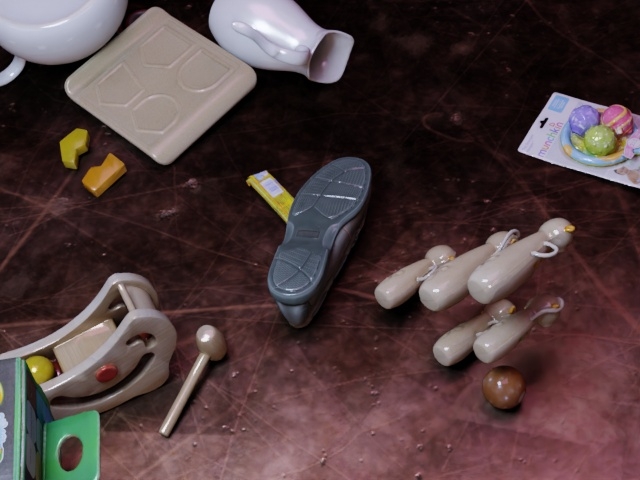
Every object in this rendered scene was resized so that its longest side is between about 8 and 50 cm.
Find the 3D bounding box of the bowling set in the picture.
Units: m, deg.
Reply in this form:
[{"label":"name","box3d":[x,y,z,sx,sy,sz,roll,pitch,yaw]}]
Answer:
[{"label":"bowling set","box3d":[0.218,0.092,1.506,0.154,0.200,0.287,-33,13,-25]}]

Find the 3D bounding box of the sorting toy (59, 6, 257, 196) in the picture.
[{"label":"sorting toy","box3d":[-0.276,-0.205,1.842,0.229,0.041,0.307,37,70,24]}]

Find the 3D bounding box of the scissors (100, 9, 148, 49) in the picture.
[{"label":"scissors","box3d":[-0.279,-0.269,1.917,0.109,0.021,0.297,-18,53,-10]}]

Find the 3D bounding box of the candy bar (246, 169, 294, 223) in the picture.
[{"label":"candy bar","box3d":[-0.050,-0.049,1.713,0.040,0.018,0.161,-28,53,-21]}]

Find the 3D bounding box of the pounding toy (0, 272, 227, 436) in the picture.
[{"label":"pounding toy","box3d":[-0.244,0.152,1.482,0.269,0.154,0.155,-24,53,-13]}]

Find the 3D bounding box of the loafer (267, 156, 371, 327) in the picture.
[{"label":"loafer","box3d":[0.000,0.000,1.636,0.096,0.084,0.267,11,49,20]}]

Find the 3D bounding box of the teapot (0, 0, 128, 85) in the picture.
[{"label":"teapot","box3d":[-0.412,-0.365,1.890,0.256,0.187,0.253,2,67,4]}]

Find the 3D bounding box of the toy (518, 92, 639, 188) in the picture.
[{"label":"toy","box3d":[0.419,-0.152,1.729,0.237,0.056,0.137,22,55,21]}]

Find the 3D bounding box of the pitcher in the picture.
[{"label":"pitcher","box3d":[-0.078,-0.314,1.843,0.207,0.125,0.177,29,18,21]}]

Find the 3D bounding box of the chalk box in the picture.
[{"label":"chalk box","box3d":[-0.381,0.255,1.330,0.288,0.179,0.180,-7,53,-1]}]
